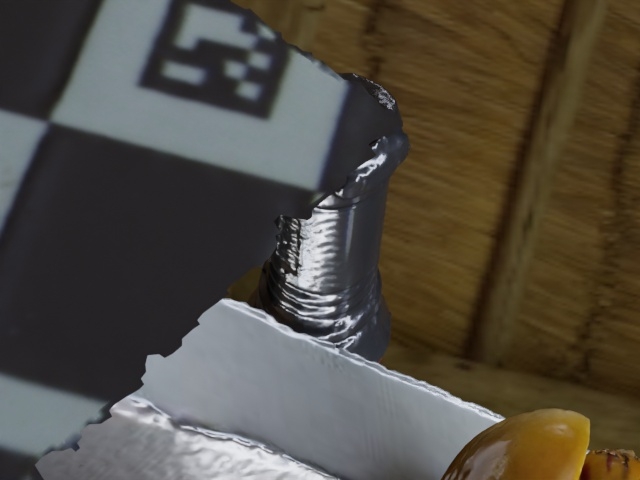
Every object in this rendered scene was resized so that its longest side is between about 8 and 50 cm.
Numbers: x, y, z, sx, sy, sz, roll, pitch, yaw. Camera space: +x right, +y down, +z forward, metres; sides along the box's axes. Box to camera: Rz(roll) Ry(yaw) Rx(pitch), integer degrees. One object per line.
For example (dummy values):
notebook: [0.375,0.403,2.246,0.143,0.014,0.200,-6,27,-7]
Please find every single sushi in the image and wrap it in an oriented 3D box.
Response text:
sushi: [-0.179,0.000,0.361,0.292,0.294,0.059,39,-28,18]

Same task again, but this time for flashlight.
flashlight: [0.000,0.000,0.965,0.093,0.093,0.232,46,-26,27]

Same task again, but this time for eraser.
eraser: [-0.008,0.108,0.815,0.111,0.352,0.077,-40,-141,39]

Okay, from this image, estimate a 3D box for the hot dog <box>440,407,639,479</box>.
hot dog: [0.064,0.219,0.669,0.100,0.135,0.337,-10,-140,46]
